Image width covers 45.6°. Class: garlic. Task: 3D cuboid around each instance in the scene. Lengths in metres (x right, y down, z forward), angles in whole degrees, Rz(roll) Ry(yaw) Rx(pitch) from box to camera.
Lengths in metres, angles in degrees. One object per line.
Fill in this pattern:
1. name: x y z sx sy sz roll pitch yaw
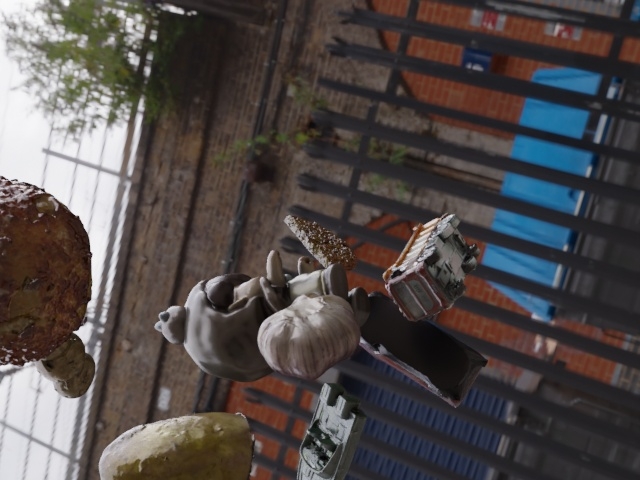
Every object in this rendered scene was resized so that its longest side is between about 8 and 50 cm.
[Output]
1. garlic: -0.014 0.139 1.074 0.159 0.147 0.102 -59 -45 -67

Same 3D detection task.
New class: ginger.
1. ginger: -0.412 0.178 1.192 0.080 0.104 0.204 -59 -31 -30

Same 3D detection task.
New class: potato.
1. potato: -0.288 0.434 1.466 0.229 0.265 0.230 -171 90 -66

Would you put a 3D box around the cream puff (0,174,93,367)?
1. cream puff: -0.382 0.038 0.894 0.164 0.239 0.240 -66 -7 -88

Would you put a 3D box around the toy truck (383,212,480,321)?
1. toy truck: 0.205 0.044 1.408 0.135 0.114 0.270 -32 9 31

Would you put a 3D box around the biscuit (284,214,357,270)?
1. biscuit: 0.012 0.006 1.538 0.125 0.206 0.025 13 -68 -36

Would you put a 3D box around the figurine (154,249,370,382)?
1. figurine: -0.094 0.139 1.367 0.248 0.380 0.203 17 -121 -52

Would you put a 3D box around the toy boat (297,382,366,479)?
1. toy boat: 0.007 0.491 1.741 0.092 0.141 0.320 11 -79 -35

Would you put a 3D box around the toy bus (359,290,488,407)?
1. toy bus: 0.208 0.239 1.677 0.128 0.302 0.147 -55 -20 -15
